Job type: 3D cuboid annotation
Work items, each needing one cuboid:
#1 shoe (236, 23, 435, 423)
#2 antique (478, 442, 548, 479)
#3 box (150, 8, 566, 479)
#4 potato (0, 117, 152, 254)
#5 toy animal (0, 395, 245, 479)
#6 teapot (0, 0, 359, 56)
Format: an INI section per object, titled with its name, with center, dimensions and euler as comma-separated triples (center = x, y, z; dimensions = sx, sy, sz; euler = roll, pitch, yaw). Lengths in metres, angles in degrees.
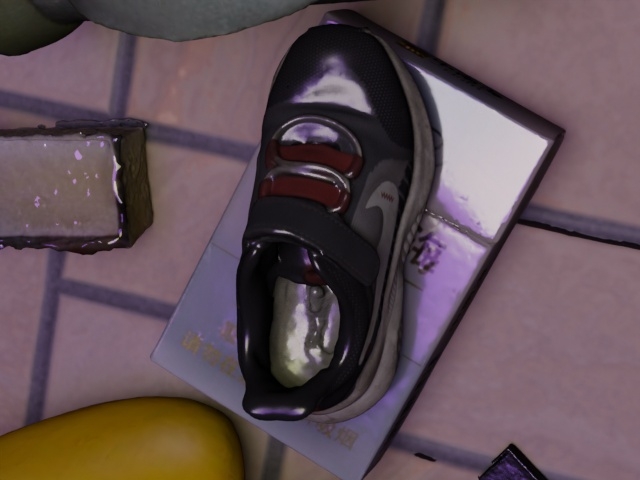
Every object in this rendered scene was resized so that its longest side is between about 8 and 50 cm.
[shoe]
center = 0.000, 0.000, 0.860
dimensions = 0.099, 0.112, 0.227
euler = 8, 105, 15
[antique]
center = 0.170, 0.203, 0.962
dimensions = 0.192, 0.015, 0.031
euler = 47, 109, 6
[box]
center = 0.020, 0.004, 0.949
dimensions = 0.155, 0.067, 0.243
euler = 29, 106, 9
[potato]
center = -0.168, -0.038, 1.005
dimensions = 0.122, 0.061, 0.086
euler = 2, 99, 19
[toy animal]
center = -0.112, 0.254, 0.965
dimensions = 0.345, 0.277, 0.247
euler = 10, 130, 26
[teapot]
center = -0.032, -0.194, 0.842
dimensions = 0.337, 0.270, 0.200
euler = -3, 128, 16
